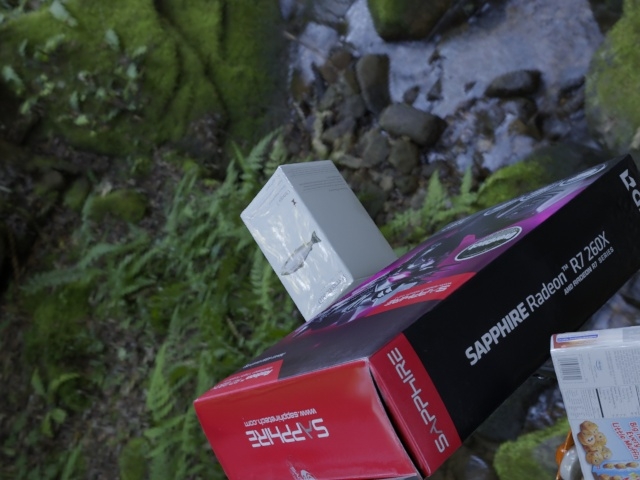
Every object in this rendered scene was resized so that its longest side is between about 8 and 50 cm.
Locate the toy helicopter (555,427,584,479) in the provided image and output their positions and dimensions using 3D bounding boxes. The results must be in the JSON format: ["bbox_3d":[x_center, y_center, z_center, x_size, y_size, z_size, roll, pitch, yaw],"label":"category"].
[{"bbox_3d":[0.333,0.369,1.135,0.355,0.140,0.235,-43,49,25],"label":"toy helicopter"}]

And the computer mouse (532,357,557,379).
[{"bbox_3d":[0.276,0.133,1.114,0.060,0.184,0.262,-70,16,-9],"label":"computer mouse"}]

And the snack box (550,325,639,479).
[{"bbox_3d":[0.206,0.135,0.598,0.064,0.178,0.022,-9,29,22],"label":"snack box"}]

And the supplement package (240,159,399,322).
[{"bbox_3d":[0.000,0.000,1.135,0.105,0.105,0.179,-48,67,36],"label":"supplement package"}]

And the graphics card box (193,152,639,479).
[{"bbox_3d":[0.100,0.063,0.729,0.232,0.371,0.094,-25,94,52],"label":"graphics card box"}]
